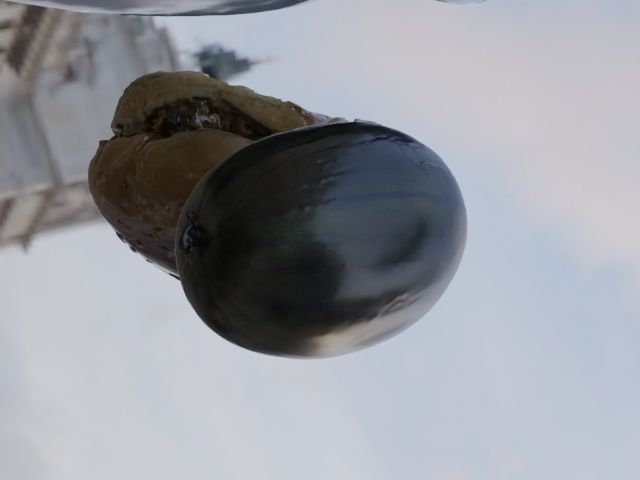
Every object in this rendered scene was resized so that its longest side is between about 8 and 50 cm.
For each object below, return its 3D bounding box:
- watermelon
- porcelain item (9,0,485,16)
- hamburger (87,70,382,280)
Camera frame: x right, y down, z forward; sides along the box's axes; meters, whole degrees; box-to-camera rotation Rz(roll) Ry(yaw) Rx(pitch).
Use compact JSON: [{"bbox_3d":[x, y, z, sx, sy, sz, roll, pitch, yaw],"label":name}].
[{"bbox_3d":[0.000,0.000,0.591,0.078,0.111,0.078,15,-69,45],"label":"watermelon"},{"bbox_3d":[-0.085,-0.212,0.745,0.178,0.405,0.242,-44,-133,47],"label":"porcelain item"},{"bbox_3d":[-0.055,-0.032,1.357,0.286,0.243,0.146,-3,-114,59],"label":"hamburger"}]
